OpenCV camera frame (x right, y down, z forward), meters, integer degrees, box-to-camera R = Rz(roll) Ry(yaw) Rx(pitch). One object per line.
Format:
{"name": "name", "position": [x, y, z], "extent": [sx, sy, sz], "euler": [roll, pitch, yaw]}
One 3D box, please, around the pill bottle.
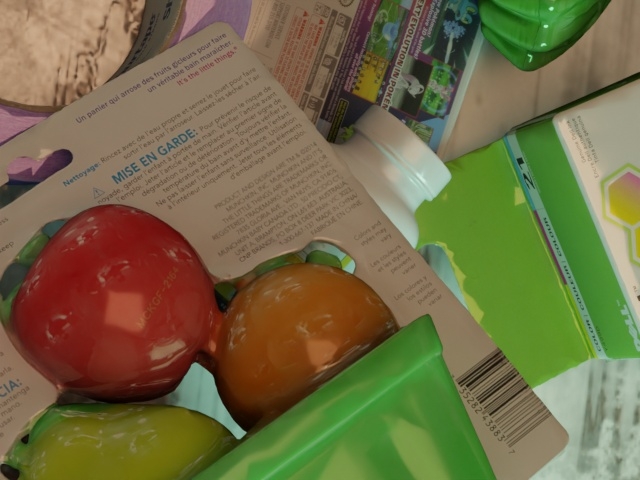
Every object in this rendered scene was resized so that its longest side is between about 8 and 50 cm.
{"name": "pill bottle", "position": [0.000, 0.000, 1.077], "extent": [0.103, 0.103, 0.184], "euler": [44, 87, -18]}

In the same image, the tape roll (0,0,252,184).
{"name": "tape roll", "position": [-0.185, -0.173, 1.021], "extent": [0.275, 0.090, 0.274], "euler": [0, 90, -23]}

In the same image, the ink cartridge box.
{"name": "ink cartridge box", "position": [0.182, 0.003, 1.135], "extent": [0.255, 0.097, 0.188], "euler": [-24, 93, -18]}

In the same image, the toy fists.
{"name": "toy fists", "position": [0.163, -0.252, 1.099], "extent": [0.142, 0.096, 0.279], "euler": [-49, 152, -47]}

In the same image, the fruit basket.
{"name": "fruit basket", "position": [-0.081, 0.078, 0.939], "extent": [0.327, 0.165, 0.353], "euler": [-35, 73, -23]}

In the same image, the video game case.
{"name": "video game case", "position": [0.020, -0.124, 1.146], "extent": [0.183, 0.023, 0.201], "euler": [23, 81, -22]}
